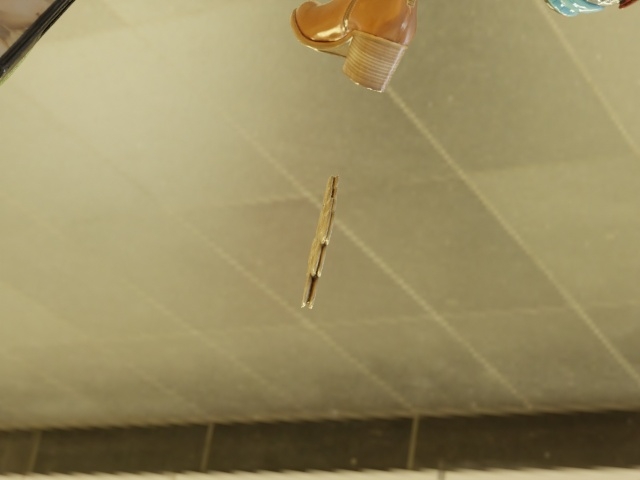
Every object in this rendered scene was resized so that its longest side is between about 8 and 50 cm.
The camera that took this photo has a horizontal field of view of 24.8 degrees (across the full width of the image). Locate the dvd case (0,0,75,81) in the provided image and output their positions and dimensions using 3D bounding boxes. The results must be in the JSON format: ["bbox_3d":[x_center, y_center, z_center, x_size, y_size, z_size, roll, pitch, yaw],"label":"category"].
[{"bbox_3d":[-0.250,-0.217,1.014,0.180,0.253,0.022,35,123,-8],"label":"dvd case"}]

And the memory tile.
[{"bbox_3d":[0.000,0.000,1.551,0.012,0.148,0.113,13,111,-3],"label":"memory tile"}]

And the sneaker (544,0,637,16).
[{"bbox_3d":[0.248,-0.327,1.236,0.125,0.262,0.104,0,-170,39],"label":"sneaker"}]

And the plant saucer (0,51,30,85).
[{"bbox_3d":[-0.314,-0.204,1.362,0.037,0.241,0.241,36,156,8],"label":"plant saucer"}]

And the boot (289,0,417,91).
[{"bbox_3d":[0.048,-0.249,1.453,0.073,0.152,0.197,10,-159,-34],"label":"boot"}]
